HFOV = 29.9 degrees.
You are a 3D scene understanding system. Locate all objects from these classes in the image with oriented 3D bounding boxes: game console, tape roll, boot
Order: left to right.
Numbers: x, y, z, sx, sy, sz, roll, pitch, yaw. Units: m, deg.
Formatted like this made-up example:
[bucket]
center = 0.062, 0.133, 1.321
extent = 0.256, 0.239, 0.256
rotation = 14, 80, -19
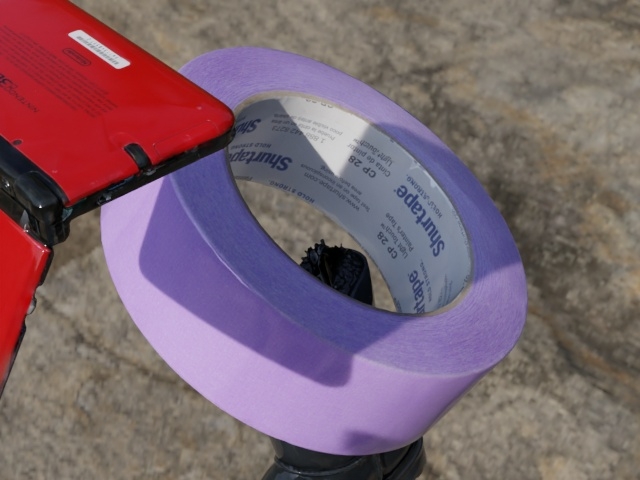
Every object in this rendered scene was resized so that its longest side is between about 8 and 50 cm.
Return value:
[game console]
center = -0.118, -0.022, 0.458
extent = 0.124, 0.085, 0.144
rotation = -29, 47, -31
[boot]
center = -0.032, 0.142, 0.829
extent = 0.094, 0.207, 0.246
rotation = 15, 47, 43
[tape roll]
center = 0.000, 0.000, 0.783
extent = 0.274, 0.090, 0.275
rotation = 23, 38, -20
